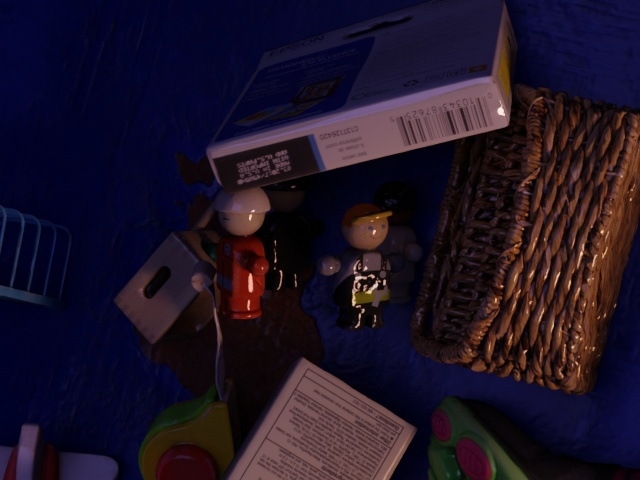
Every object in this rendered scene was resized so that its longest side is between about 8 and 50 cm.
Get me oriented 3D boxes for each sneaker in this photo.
[{"bbox_3d":[0.302,0.308,1.506,0.483,0.202,0.185,33,129,33],"label":"sneaker"}]

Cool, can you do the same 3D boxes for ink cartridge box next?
[{"bbox_3d":[0.057,-0.166,1.594,0.303,0.307,0.072,-14,111,17],"label":"ink cartridge box"}]

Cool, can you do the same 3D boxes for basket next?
[{"bbox_3d":[0.199,-0.008,1.537,0.223,0.213,0.299,16,89,19],"label":"basket"}]

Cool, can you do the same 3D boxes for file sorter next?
[{"bbox_3d":[-0.383,0.016,1.762,0.118,0.170,0.104,8,83,20],"label":"file sorter"}]

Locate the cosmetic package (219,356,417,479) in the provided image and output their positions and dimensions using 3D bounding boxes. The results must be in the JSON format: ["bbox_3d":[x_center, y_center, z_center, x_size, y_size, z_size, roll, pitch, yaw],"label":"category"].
[{"bbox_3d":[-0.042,0.290,1.573,0.153,0.129,0.296,33,75,0],"label":"cosmetic package"}]

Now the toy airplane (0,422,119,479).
[{"bbox_3d":[-0.342,0.391,1.650,0.386,0.272,0.384,-38,84,-6],"label":"toy airplane"}]

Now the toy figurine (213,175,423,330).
[{"bbox_3d":[0.000,0.000,1.606,0.209,0.213,0.148,6,102,19],"label":"toy figurine"}]

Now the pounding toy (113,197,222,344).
[{"bbox_3d":[-0.151,0.031,1.709,0.100,0.130,0.141,46,106,14],"label":"pounding toy"}]

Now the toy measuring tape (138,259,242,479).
[{"bbox_3d":[-0.152,0.183,1.655,0.121,0.121,0.330,2,113,19],"label":"toy measuring tape"}]
